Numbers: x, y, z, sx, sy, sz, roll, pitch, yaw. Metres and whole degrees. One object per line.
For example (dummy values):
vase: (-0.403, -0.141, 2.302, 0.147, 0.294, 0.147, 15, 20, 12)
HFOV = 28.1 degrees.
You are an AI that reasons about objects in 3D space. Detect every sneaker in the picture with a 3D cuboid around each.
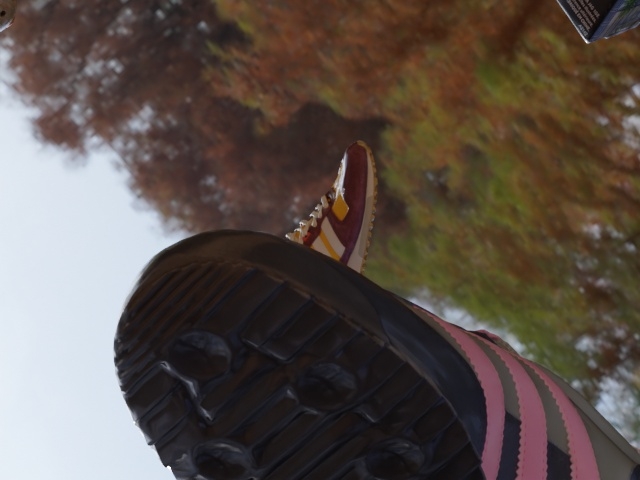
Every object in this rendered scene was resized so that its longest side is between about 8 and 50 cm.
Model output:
sneaker: (0.000, 0.000, 1.127, 0.069, 0.083, 0.186, -87, -174, -78)
sneaker: (0.040, 0.076, 0.532, 0.112, 0.319, 0.131, -32, -144, 23)

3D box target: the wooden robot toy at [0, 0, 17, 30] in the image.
wooden robot toy: (-0.198, -0.148, 0.699, 0.076, 0.079, 0.173, 26, -94, 33)

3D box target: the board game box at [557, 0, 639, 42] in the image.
board game box: (0.122, -0.209, 0.464, 0.060, 0.194, 0.194, -25, 169, -45)
